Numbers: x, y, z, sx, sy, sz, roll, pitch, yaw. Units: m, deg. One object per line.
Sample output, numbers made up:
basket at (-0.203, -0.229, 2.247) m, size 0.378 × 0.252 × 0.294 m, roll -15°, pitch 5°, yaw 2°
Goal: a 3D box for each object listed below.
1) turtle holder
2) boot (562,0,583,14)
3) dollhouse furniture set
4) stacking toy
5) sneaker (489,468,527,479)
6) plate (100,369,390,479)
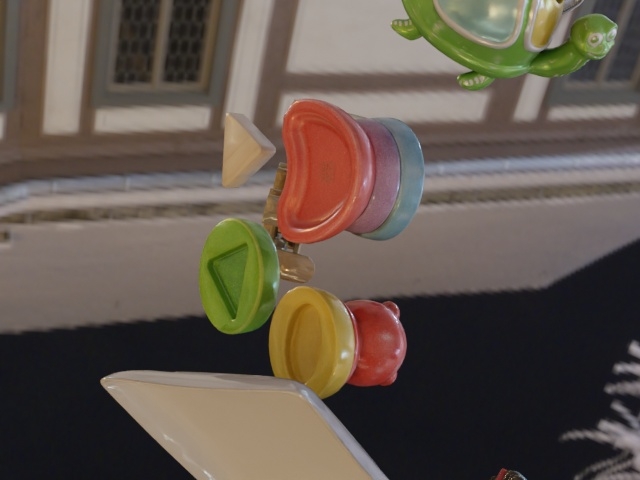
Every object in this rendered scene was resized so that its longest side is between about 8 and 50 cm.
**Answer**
turtle holder at (0.292, -0.379, 2.052) m, size 0.243 × 0.227 × 0.320 m, roll -22°, pitch -114°, yaw -40°
boot at (0.397, -0.411, 2.321) m, size 0.190 × 0.069 × 0.086 m, roll -20°, pitch -149°, yaw 10°
dollhouse furniture set at (0.007, -0.067, 1.901) m, size 0.161 × 0.242 × 0.212 m, roll 14°, pitch -164°, yaw -1°
stacking toy at (0.000, 0.000, 1.405) m, size 0.130 × 0.309 × 0.279 m, roll 3°, pitch -169°, yaw -37°
sneaker at (0.190, 0.285, 1.183) m, size 0.125 × 0.262 × 0.104 m, roll 23°, pitch -107°, yaw -1°
plate at (-0.057, 0.217, 1.368) m, size 0.277 × 0.278 × 0.045 m, roll -2°, pitch -131°, yaw 36°
